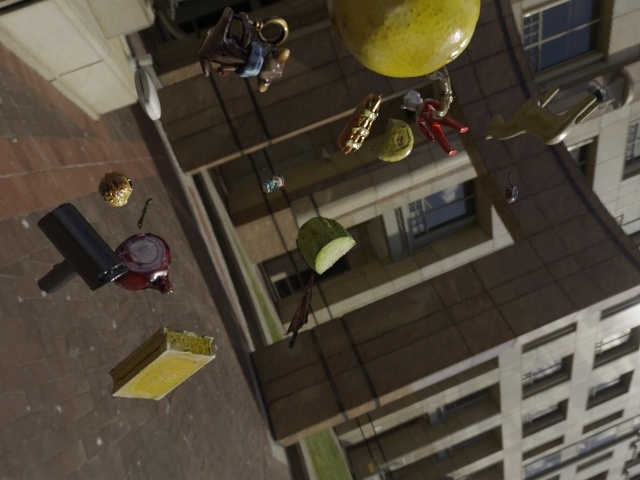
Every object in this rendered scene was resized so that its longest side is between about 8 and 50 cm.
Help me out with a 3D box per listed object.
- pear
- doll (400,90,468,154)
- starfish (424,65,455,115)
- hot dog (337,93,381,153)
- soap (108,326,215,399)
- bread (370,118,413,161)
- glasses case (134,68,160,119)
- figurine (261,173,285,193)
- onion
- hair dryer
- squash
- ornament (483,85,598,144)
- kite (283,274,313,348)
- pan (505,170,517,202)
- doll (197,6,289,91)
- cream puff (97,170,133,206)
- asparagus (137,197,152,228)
[{"bbox_3d":[0.189,-0.598,1.111,0.418,0.362,0.362,37,-4,-1],"label":"pear"},{"bbox_3d":[0.509,-0.565,2.103,0.384,0.099,0.188,52,-34,27],"label":"doll"},{"bbox_3d":[0.378,-0.478,1.410,0.138,0.050,0.247,62,32,-23],"label":"starfish"},{"bbox_3d":[0.159,-0.461,1.793,0.109,0.269,0.072,6,32,-47],"label":"hot dog"},{"bbox_3d":[-0.512,0.403,1.468,0.199,0.315,0.091,29,31,-44],"label":"soap"},{"bbox_3d":[0.264,-0.344,1.601,0.125,0.156,0.086,26,17,-10],"label":"bread"},{"bbox_3d":[-0.492,-0.417,1.293,0.074,0.049,0.193,76,-11,-54],"label":"glasses case"},{"bbox_3d":[-0.162,-0.191,1.566,0.106,0.047,0.059,-41,111,-52],"label":"figurine"},{"bbox_3d":[-0.490,0.087,1.281,0.198,0.173,0.135,52,-32,0],"label":"onion"},{"bbox_3d":[-0.581,0.055,1.040,0.197,0.251,0.089,53,29,-8],"label":"hair dryer"},{"bbox_3d":[0.001,-0.001,1.611,0.184,0.192,0.085,48,-2,7],"label":"squash"},{"bbox_3d":[0.627,-0.358,1.337,0.061,0.245,0.230,38,12,-43],"label":"ornament"},{"bbox_3d":[-0.059,0.202,1.325,0.321,0.016,0.233,134,-26,-68],"label":"kite"},{"bbox_3d":[0.686,-0.194,1.628,0.023,0.068,0.115,0,-91,46],"label":"pan"},{"bbox_3d":[-0.302,-0.773,1.837,0.317,0.340,0.209,-62,-155,28],"label":"doll"},{"bbox_3d":[-0.775,-0.193,1.712,0.104,0.120,0.133,-77,177,-74],"label":"cream puff"},{"bbox_3d":[-0.619,-0.103,1.605,0.023,0.022,0.232,37,18,-26],"label":"asparagus"}]
